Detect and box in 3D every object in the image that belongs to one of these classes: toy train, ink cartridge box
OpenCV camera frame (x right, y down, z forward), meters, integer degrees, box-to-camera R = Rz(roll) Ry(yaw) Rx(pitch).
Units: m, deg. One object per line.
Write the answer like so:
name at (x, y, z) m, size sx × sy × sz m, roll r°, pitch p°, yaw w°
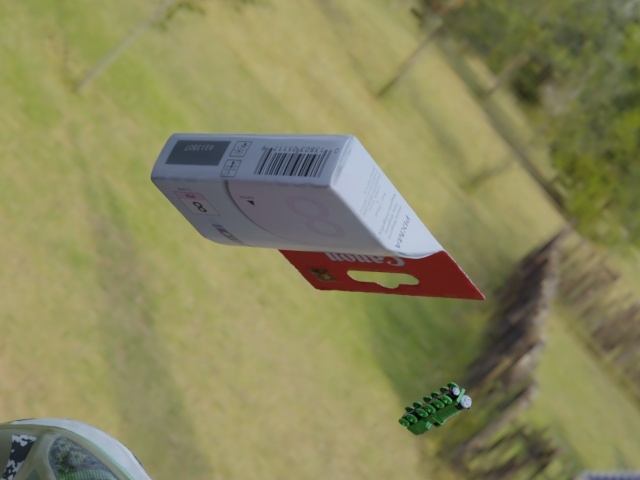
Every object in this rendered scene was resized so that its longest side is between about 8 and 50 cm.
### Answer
toy train at (0.084, 0.125, 1.278) m, size 0.024 × 0.017 × 0.083 m, roll 37°, pitch -31°, yaw -9°
ink cartridge box at (0.000, 0.000, 1.405) m, size 0.189 × 0.066 × 0.232 m, roll 3°, pitch -36°, yaw 38°

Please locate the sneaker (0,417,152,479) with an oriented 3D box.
sneaker at (-0.184, 0.225, 1.192) m, size 0.410 × 0.158 × 0.182 m, roll 14°, pitch 8°, yaw 40°
